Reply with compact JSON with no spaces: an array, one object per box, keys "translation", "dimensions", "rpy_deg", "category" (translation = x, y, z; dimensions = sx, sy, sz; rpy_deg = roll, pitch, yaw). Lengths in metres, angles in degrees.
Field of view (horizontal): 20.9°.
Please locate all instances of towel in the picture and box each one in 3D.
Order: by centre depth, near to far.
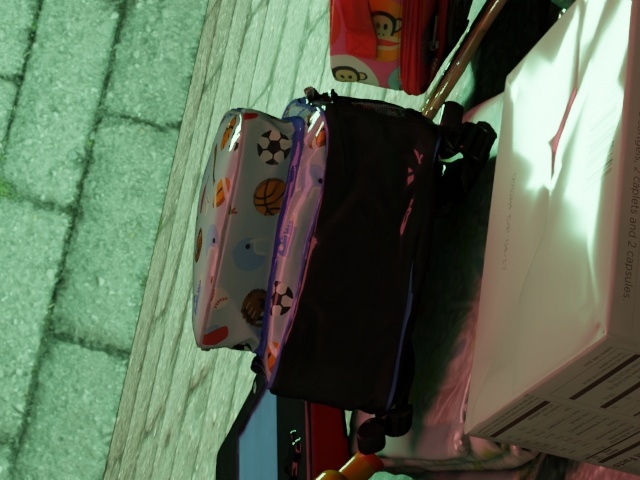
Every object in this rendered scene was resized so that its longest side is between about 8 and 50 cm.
[{"translation":[0.131,0.041,1.429],"dimensions":[0.374,0.090,0.320],"rpy_deg":[158,129,-73],"category":"towel"}]

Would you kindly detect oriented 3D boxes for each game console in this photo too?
[{"translation":[-0.046,0.278,1.624],"dimensions":[0.386,0.060,0.342],"rpy_deg":[118,150,-56],"category":"game console"}]

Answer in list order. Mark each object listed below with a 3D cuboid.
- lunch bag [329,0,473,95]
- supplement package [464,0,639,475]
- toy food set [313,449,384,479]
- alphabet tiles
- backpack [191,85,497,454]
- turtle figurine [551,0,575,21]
[{"translation":[0.077,-0.292,1.625],"dimensions":[0.258,0.120,0.293],"rpy_deg":[-55,-27,-53],"category":"lunch bag"},{"translation":[0.204,-0.014,1.056],"dimensions":[0.204,0.145,0.261],"rpy_deg":[131,150,-62],"category":"supplement package"},{"translation":[0.069,0.261,1.337],"dimensions":[0.104,0.111,0.232],"rpy_deg":[-44,36,-9],"category":"toy food set"},{"translation":[0.132,-0.171,1.614],"dimensions":[0.285,0.011,0.342],"rpy_deg":[-60,1,-41],"category":"alphabet tiles"},{"translation":[0.000,0.000,1.410],"dimensions":[0.263,0.213,0.276],"rpy_deg":[-93,19,-84],"category":"backpack"},{"translation":[0.212,-0.194,1.171],"dimensions":[0.234,0.175,0.118],"rpy_deg":[94,157,-56],"category":"turtle figurine"}]
